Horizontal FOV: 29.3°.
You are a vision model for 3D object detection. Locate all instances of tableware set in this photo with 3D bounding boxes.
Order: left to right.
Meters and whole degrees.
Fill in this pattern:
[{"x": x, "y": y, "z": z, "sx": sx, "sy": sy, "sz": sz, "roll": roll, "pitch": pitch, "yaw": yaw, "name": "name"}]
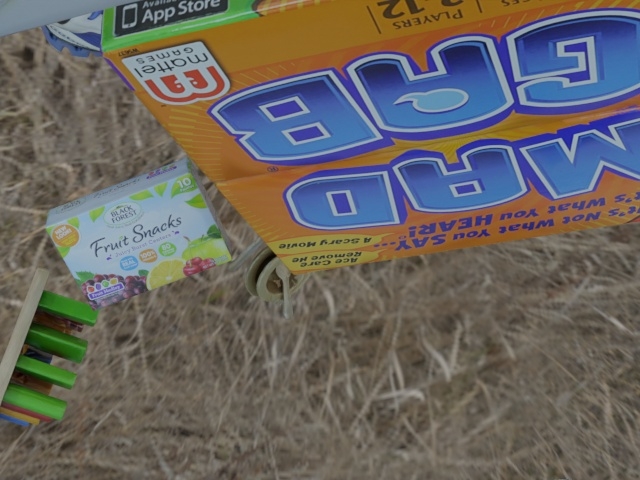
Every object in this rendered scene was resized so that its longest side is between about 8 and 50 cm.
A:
[{"x": 0.000, "y": 0.000, "z": 1.344, "sx": 0.194, "sy": 0.128, "sz": 0.039, "roll": -45, "pitch": 56, "yaw": 3, "name": "tableware set"}]

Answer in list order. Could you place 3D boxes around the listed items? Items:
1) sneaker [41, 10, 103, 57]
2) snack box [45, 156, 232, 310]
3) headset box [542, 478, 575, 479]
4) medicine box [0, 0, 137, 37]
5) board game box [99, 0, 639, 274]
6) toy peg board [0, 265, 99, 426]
[{"x": -0.227, "y": -0.279, "z": 1.489, "sx": 0.315, "sy": 0.182, "sz": 0.128, "roll": 7, "pitch": 85, "yaw": 11, "name": "sneaker"}, {"x": -0.164, "y": -0.005, "z": 1.116, "sx": 0.141, "sy": 0.037, "sz": 0.100, "roll": -21, "pitch": 119, "yaw": 5, "name": "snack box"}, {"x": 0.256, "y": 0.459, "z": 1.523, "sx": 0.131, "sy": 0.283, "sz": 0.246, "roll": -3, "pitch": 55, "yaw": -2, "name": "headset box"}, {"x": -0.086, "y": -0.150, "z": 0.198, "sx": 0.289, "sy": 0.263, "sz": 0.149, "roll": -10, "pitch": 78, "yaw": 16, "name": "medicine box"}, {"x": 0.085, "y": -0.226, "z": 0.897, "sx": 0.356, "sy": 0.356, "sz": 0.356, "roll": -9, "pitch": 64, "yaw": 16, "name": "board game box"}, {"x": -0.303, "y": 0.134, "z": 1.327, "sx": 0.079, "sy": 0.160, "sz": 0.161, "roll": 21, "pitch": 67, "yaw": -11, "name": "toy peg board"}]
